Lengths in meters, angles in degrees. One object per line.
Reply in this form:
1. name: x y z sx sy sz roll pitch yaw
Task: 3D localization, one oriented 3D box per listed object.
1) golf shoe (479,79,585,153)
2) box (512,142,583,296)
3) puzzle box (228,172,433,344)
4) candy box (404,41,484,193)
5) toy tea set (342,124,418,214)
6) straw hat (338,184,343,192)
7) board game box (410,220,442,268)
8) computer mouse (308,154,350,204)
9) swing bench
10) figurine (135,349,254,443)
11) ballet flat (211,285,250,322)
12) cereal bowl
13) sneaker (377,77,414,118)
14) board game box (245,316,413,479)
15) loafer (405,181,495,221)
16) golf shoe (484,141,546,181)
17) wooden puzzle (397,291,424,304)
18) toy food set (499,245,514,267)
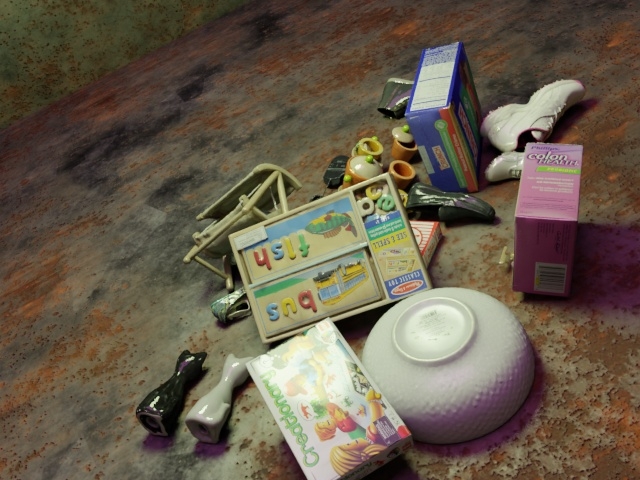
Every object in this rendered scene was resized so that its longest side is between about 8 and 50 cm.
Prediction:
1. golf shoe: 0.578 -0.316 1.817 0.306 0.115 0.140 -27 58 -4
2. box: 0.472 -0.045 1.433 0.117 0.213 0.243 5 44 18
3. puzzle box: 0.015 0.047 1.541 0.409 0.272 0.052 -21 -7 16
4. candy box: 0.335 -0.318 1.797 0.122 0.268 0.317 -7 42 26
5. toy tea set: 0.175 -0.213 1.820 0.200 0.124 0.336 19 45 -3
6. straw hat: 0.101 -0.082 1.807 0.145 0.061 0.144 17 33 -11
7. board game box: 0.180 0.015 1.672 0.194 0.045 0.146 4 46 31
8. computer mouse: 0.028 -0.149 1.955 0.071 0.041 0.242 8 55 32
9. swing bench: -0.197 -0.051 1.779 0.253 0.165 0.254 -36 31 30
10. figurine: -0.266 0.327 1.520 0.215 0.092 0.209 0 40 26
11. ballet flat: -0.180 0.142 1.713 0.188 0.070 0.070 -35 40 -10
12. cereal bowl: 0.233 0.215 1.341 0.339 0.141 0.339 -15 40 13
13. sneaker: 0.289 -0.421 2.110 0.222 0.083 0.118 13 70 29
14. board game box: 0.008 0.301 1.279 0.193 0.053 0.305 -29 48 -11
15. loafer: 0.316 -0.079 1.690 0.223 0.076 0.078 17 74 27
16. golf shoe: 0.500 -0.184 1.721 0.176 0.069 0.086 -24 44 2
17. wooden puzzle: 0.207 0.121 1.564 0.079 0.014 0.116 -16 39 17
18. toy food set: 0.459 0.047 1.512 0.122 0.019 0.078 9 46 23
